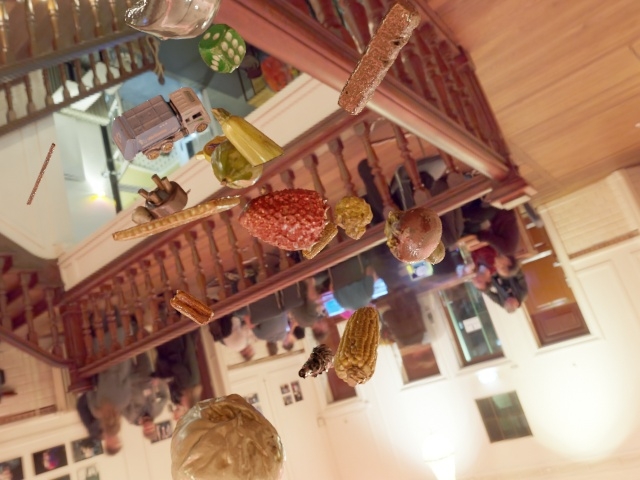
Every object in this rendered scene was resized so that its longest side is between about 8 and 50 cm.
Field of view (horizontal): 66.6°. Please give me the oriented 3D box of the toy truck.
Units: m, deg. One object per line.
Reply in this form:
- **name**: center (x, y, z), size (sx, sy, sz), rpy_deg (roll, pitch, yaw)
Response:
- **toy truck**: center (-0.610, -0.442, 1.865), size (0.367, 0.146, 0.175), rpy_deg (-33, 166, -13)

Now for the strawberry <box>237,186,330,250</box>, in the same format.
- **strawberry**: center (-0.145, -0.107, 1.988), size (0.343, 0.293, 0.292), rpy_deg (17, 148, -32)

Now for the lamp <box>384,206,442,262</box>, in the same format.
- **lamp**: center (0.240, -0.023, 1.282), size (0.156, 0.135, 0.157), rpy_deg (-47, 143, -2)

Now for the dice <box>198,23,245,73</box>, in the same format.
- **dice**: center (-0.355, -0.700, 1.778), size (0.120, 0.131, 0.128), rpy_deg (13, 161, 35)

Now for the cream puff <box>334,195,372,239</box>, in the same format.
- **cream puff**: center (0.112, -0.079, 1.729), size (0.146, 0.117, 0.146), rpy_deg (8, 149, 5)

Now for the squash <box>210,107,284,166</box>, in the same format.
- **squash**: center (-0.272, -0.362, 1.740), size (0.137, 0.137, 0.287), rpy_deg (-27, 133, 32)

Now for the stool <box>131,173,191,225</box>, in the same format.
- **stool**: center (-0.506, -0.114, 1.505), size (0.217, 0.125, 0.121), rpy_deg (-36, 134, 3)

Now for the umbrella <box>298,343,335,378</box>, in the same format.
- **umbrella**: center (-0.022, 0.485, 1.905), size (0.117, 0.118, 0.340), rpy_deg (-21, 173, 15)

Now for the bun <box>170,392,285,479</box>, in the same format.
- **bun**: center (-0.267, 0.603, 1.465), size (0.365, 0.365, 0.220), rpy_deg (4, 111, -54)

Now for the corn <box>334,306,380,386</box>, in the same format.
- **corn**: center (0.123, 0.327, 1.542), size (0.130, 0.130, 0.347), rpy_deg (-23, -160, 21)

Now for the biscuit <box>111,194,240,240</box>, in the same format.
- **biscuit**: center (-0.308, -0.049, 1.078), size (0.254, 0.029, 0.172), rpy_deg (-18, -176, 10)

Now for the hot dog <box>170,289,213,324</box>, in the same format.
- **hot dog**: center (-0.448, 0.237, 1.714), size (0.165, 0.071, 0.045), rpy_deg (41, 164, -27)

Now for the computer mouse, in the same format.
- **computer mouse**: center (-0.419, -0.647, 1.405), size (0.370, 0.122, 0.188), rpy_deg (2, -172, 44)

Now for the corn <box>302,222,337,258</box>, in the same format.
- **corn**: center (0.000, 0.000, 2.206), size (0.207, 0.068, 0.068), rpy_deg (-47, 165, -4)

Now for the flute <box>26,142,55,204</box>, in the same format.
- **flute**: center (-0.895, -0.207, 1.558), size (0.014, 0.014, 0.269), rpy_deg (1, 139, -50)

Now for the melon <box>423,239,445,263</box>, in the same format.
- **melon**: center (0.438, 0.023, 1.992), size (0.114, 0.167, 0.114), rpy_deg (-19, 137, -19)

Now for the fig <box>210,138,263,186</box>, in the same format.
- **fig**: center (-0.346, -0.293, 2.056), size (0.232, 0.314, 0.233), rpy_deg (-11, 139, -10)

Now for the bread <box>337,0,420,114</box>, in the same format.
- **bread**: center (0.207, -0.653, 1.768), size (0.417, 0.113, 0.165), rpy_deg (-55, 179, 34)

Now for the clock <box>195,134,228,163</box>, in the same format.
- **clock**: center (-0.428, -0.447, 2.337), size (0.293, 0.277, 0.071), rpy_deg (7, 128, 9)
